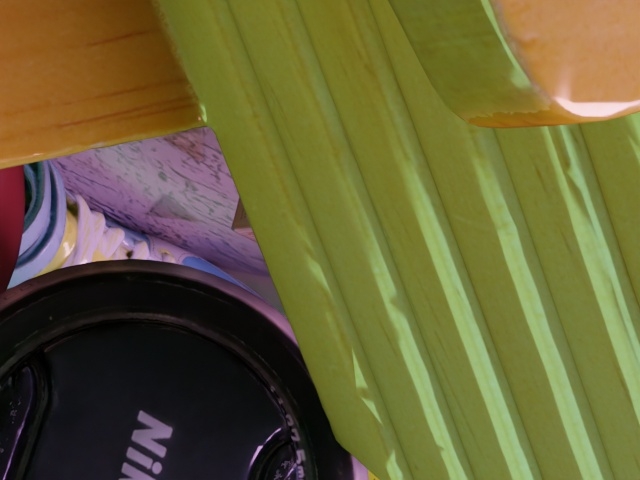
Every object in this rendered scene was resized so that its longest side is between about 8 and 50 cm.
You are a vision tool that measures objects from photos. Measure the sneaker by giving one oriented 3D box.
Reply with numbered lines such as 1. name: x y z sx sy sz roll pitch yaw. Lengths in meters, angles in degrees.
1. sneaker: -0.159 0.018 1.022 0.319 0.127 0.208 19 160 -3

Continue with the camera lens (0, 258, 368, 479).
1. camera lens: -0.101 0.141 0.816 0.219 0.219 0.274 19 162 -3

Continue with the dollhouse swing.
1. dollhouse swing: 0.000 0.000 0.514 0.315 0.304 0.347 -17 -169 -43

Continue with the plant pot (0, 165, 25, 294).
1. plant pot: -0.256 -0.075 0.719 0.275 0.275 0.243 20 148 -5

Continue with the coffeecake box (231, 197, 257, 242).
1. coffeecake box: 0.077 -0.015 0.743 0.185 0.068 0.142 -5 156 46

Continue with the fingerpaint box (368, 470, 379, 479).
1. fingerpaint box: -0.014 0.288 1.019 0.445 0.371 0.163 -11 165 10
